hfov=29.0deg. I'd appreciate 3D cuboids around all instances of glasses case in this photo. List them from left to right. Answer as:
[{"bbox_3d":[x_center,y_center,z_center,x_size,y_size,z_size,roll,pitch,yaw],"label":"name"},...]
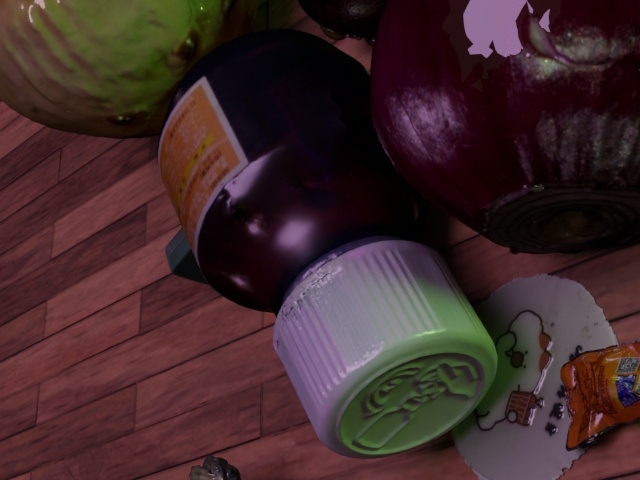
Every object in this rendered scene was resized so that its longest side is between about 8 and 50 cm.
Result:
[{"bbox_3d":[-0.096,-0.025,1.402,0.184,0.078,0.039,-47,43,27],"label":"glasses case"}]

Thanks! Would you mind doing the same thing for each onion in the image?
[{"bbox_3d":[0.169,-0.138,0.985,0.337,0.260,0.281,-5,75,50],"label":"onion"}]

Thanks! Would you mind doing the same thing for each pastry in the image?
[{"bbox_3d":[-0.239,-0.298,1.513,0.389,0.313,0.388,-28,45,32],"label":"pastry"}]

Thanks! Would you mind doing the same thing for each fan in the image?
[{"bbox_3d":[0.133,0.108,1.113,0.329,0.009,0.190,17,88,53],"label":"fan"}]

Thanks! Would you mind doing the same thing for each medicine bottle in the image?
[{"bbox_3d":[0.000,0.000,1.134,0.242,0.243,0.395,-50,42,25],"label":"medicine bottle"}]

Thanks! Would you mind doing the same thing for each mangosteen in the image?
[{"bbox_3d":[0.045,-0.272,1.299,0.152,0.152,0.152,-25,56,43],"label":"mangosteen"}]

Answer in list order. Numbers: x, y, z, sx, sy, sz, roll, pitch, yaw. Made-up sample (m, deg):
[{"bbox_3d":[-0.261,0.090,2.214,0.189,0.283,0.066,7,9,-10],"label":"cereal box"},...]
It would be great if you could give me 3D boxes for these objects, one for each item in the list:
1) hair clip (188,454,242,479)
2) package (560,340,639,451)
[{"bbox_3d":[-0.150,0.319,1.312,0.321,0.091,0.138,-30,51,54],"label":"hair clip"},{"bbox_3d":[0.227,0.118,0.969,0.111,0.033,0.077,-27,66,43],"label":"package"}]
